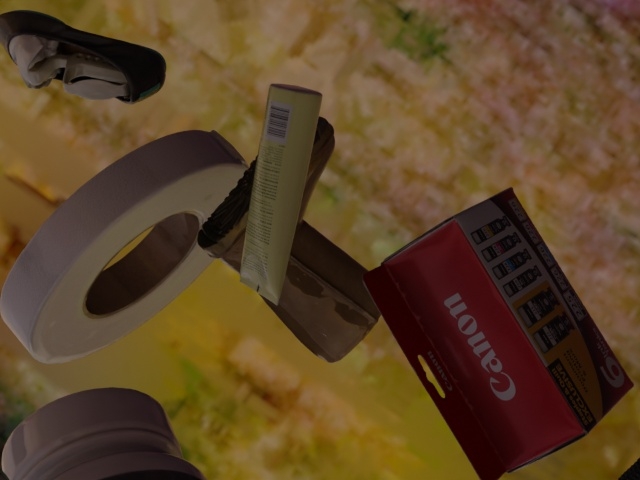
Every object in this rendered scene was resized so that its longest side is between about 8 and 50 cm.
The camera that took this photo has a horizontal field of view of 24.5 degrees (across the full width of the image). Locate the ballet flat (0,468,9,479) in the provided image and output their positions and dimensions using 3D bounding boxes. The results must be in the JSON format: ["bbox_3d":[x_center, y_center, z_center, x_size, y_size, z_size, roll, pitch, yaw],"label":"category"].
[{"bbox_3d":[-0.284,0.235,1.193,0.072,0.068,0.213,13,151,-1],"label":"ballet flat"}]

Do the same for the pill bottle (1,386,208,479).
[{"bbox_3d":[-0.171,0.326,1.351,0.204,0.204,0.361,45,-166,-49],"label":"pill bottle"}]

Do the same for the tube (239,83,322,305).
[{"bbox_3d":[-0.049,-0.055,1.656,0.062,0.240,0.070,13,-170,8],"label":"tube"}]

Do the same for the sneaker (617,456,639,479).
[{"bbox_3d":[0.429,0.270,1.786,0.075,0.161,0.057,1,-133,-49],"label":"sneaker"}]

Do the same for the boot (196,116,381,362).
[{"bbox_3d":[0.000,0.000,1.898,0.269,0.236,0.089,41,-174,-34],"label":"boot"}]

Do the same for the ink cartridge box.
[{"bbox_3d":[0.225,0.116,1.836,0.309,0.130,0.272,58,-150,4],"label":"ink cartridge box"}]

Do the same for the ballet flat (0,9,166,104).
[{"bbox_3d":[-0.348,-0.249,2.020,0.280,0.096,0.095,15,138,20],"label":"ballet flat"}]

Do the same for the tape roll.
[{"bbox_3d":[-0.257,0.010,1.999,0.072,0.392,0.392,46,175,17],"label":"tape roll"}]
